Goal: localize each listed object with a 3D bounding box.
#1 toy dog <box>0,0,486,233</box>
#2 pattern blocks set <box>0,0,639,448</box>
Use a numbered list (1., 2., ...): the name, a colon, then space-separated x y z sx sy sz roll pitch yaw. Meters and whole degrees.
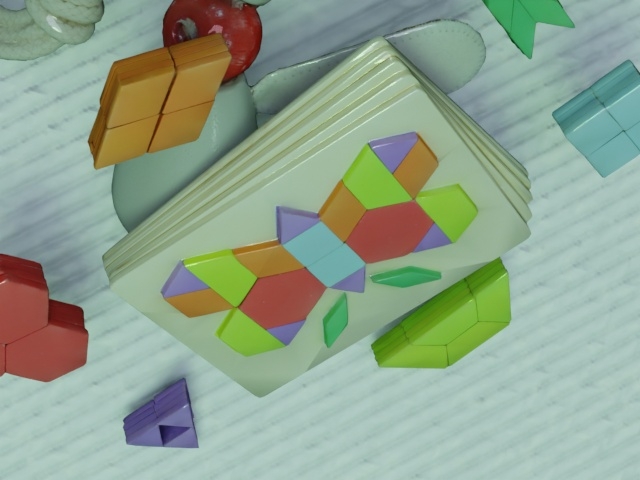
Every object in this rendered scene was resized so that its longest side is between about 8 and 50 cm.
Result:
1. toy dog: -0.005 -0.161 0.600 0.220 0.161 0.334 51 126 7
2. pattern blocks set: 0.000 0.000 0.615 0.285 0.026 0.325 25 122 -41
